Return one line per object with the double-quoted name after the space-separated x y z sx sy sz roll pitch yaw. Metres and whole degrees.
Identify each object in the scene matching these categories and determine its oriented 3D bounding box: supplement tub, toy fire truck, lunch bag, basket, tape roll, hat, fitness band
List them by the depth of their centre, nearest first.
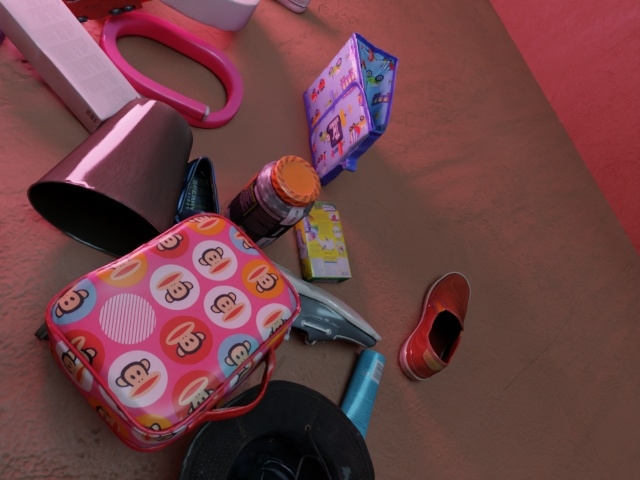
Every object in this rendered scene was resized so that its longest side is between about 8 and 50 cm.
-0.168 0.119 0.606 0.258 0.120 0.293 44 47 10 "lunch bag"
-0.077 0.369 0.666 0.331 0.134 0.331 15 66 -36 "hat"
-0.306 -0.111 0.729 0.204 0.154 0.227 26 50 -19 "basket"
-0.089 -0.070 0.838 0.117 0.190 0.117 16 59 -30 "supplement tub"
-0.409 -0.463 0.865 0.192 0.135 0.047 -29 129 -24 "toy fire truck"
-0.294 -0.347 0.918 0.290 0.054 0.209 21 56 -28 "fitness band"
-0.309 -0.603 0.951 0.392 0.072 0.392 29 35 -23 "tape roll"
0.067 -0.275 1.040 0.138 0.221 0.293 18 58 -29 "lunch bag"

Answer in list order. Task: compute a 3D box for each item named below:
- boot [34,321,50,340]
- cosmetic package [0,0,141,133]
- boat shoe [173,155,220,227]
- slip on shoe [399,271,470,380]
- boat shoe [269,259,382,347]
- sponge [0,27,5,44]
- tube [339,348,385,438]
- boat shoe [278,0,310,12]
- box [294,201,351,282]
-0.276 0.151 0.675 0.189 0.076 0.208 -42 102 -40 "boot"
-0.430 -0.309 0.772 0.239 0.060 0.099 53 47 -14 "cosmetic package"
-0.224 -0.032 0.784 0.109 0.089 0.258 3 66 -36 "boat shoe"
0.294 0.188 1.057 0.123 0.101 0.331 48 47 -5 "slip on shoe"
-0.018 0.143 0.868 0.319 0.116 0.099 33 92 -27 "boat shoe"
-0.615 -0.407 0.721 0.210 0.031 0.117 19 57 -28 "sponge"
0.072 0.313 0.864 0.080 0.052 0.207 31 56 -9 "tube"
-0.131 -0.716 1.207 0.258 0.084 0.095 13 61 -32 "boat shoe"
0.000 0.000 0.970 0.105 0.043 0.179 5 67 -35 "box"
